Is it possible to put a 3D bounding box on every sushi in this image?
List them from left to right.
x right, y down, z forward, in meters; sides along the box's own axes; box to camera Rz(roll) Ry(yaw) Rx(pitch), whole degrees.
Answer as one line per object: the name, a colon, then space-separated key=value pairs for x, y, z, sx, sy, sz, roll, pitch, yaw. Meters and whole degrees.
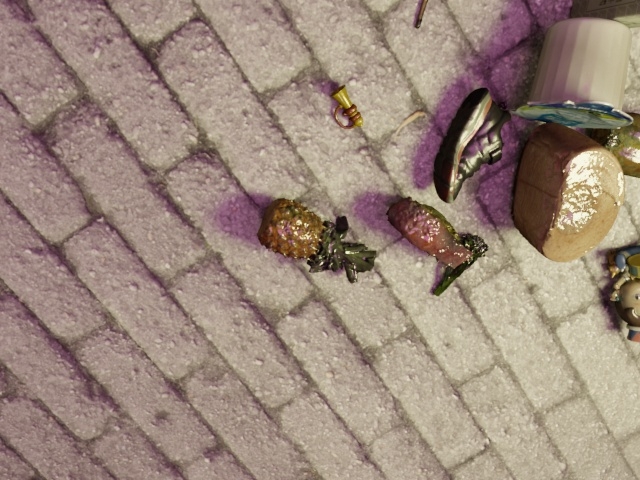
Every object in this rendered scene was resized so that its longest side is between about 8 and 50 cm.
sushi: x=0.276 y=-0.018 z=1.392 sx=0.241 sy=0.161 sz=0.107 roll=43 pitch=103 yaw=4

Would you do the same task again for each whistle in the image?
whistle: x=0.063 y=-0.319 z=1.365 sx=0.057 sy=0.046 sz=0.109 roll=-36 pitch=113 yaw=-8

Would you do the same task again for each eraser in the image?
eraser: x=0.673 y=-0.503 z=1.160 sx=0.096 sy=0.404 sz=0.098 roll=7 pitch=105 yaw=-8

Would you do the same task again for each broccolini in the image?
broccolini: x=0.380 y=0.077 z=1.501 sx=0.091 sy=0.068 sz=0.203 roll=12 pitch=111 yaw=-38

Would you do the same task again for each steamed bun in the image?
steamed bun: x=0.609 y=-0.120 z=1.358 sx=0.199 sy=0.252 sz=0.302 roll=2 pitch=117 yaw=-6

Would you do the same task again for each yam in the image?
yam: x=0.246 y=-0.557 z=1.317 sx=0.014 sy=0.014 sz=0.107 roll=14 pitch=106 yaw=-8

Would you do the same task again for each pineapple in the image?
pineapple: x=0.000 y=0.000 z=1.418 sx=0.309 sy=0.141 sz=0.170 roll=26 pitch=79 yaw=-19

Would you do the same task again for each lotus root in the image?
lotus root: x=0.811 y=-0.235 z=1.389 sx=0.274 sy=0.160 sz=0.152 roll=13 pitch=130 yaw=-7

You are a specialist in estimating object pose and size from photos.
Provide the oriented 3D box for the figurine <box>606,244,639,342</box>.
figurine: x=0.879 y=0.146 z=1.509 sx=0.161 sy=0.158 sz=0.276 roll=-15 pitch=108 yaw=10

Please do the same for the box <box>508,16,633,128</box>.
box: x=0.583 y=-0.378 z=1.243 sx=0.262 sy=0.291 sz=0.207 roll=10 pitch=94 yaw=8

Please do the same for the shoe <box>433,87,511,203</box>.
shoe: x=0.381 y=-0.226 z=1.387 sx=0.137 sy=0.114 sz=0.291 roll=20 pitch=101 yaw=-16
